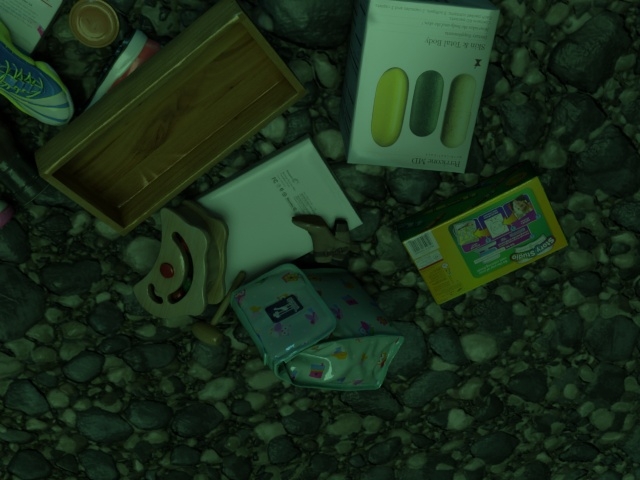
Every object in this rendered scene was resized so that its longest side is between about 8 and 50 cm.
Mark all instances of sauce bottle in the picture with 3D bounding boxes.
[{"bbox_3d":[-0.606,-0.203,1.335,0.111,0.111,0.344,-32,114,14],"label":"sauce bottle"}]

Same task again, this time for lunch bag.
[{"bbox_3d":[-0.017,0.160,1.452,0.262,0.223,0.160,5,121,-34],"label":"lunch bag"}]

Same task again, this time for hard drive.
[{"bbox_3d":[-0.103,-0.043,1.485,0.308,0.040,0.203,-28,116,12],"label":"hard drive"}]

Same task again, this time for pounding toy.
[{"bbox_3d":[-0.241,0.054,1.470,0.154,0.155,0.269,14,110,22],"label":"pounding toy"}]

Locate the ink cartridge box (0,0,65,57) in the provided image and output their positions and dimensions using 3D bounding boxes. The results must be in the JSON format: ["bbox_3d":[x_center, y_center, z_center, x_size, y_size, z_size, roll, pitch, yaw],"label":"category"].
[{"bbox_3d":[-0.478,-0.383,1.270,0.104,0.061,0.181,34,113,-19],"label":"ink cartridge box"}]

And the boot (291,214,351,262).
[{"bbox_3d":[0.000,0.000,1.468,0.118,0.042,0.087,7,120,-6],"label":"boot"}]

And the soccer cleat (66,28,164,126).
[{"bbox_3d":[-0.357,-0.205,1.352,0.116,0.108,0.318,31,111,-22],"label":"soccer cleat"}]

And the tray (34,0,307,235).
[{"bbox_3d":[-0.245,-0.198,1.308,0.411,0.076,0.203,-36,139,8],"label":"tray"}]

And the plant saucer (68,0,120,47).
[{"bbox_3d":[-0.377,-0.362,1.314,0.084,0.013,0.083,-1,118,-2],"label":"plant saucer"}]

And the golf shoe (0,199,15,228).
[{"bbox_3d":[-0.711,-0.027,1.429,0.306,0.115,0.140,-20,114,7],"label":"golf shoe"}]

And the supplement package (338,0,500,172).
[{"bbox_3d":[0.147,-0.274,1.280,0.199,0.198,0.262,4,118,-6],"label":"supplement package"}]

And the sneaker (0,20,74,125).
[{"bbox_3d":[-0.496,-0.257,1.232,0.091,0.126,0.240,-36,114,19],"label":"sneaker"}]

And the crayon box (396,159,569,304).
[{"bbox_3d":[0.306,-0.012,1.497,0.278,0.081,0.165,-26,117,11],"label":"crayon box"}]
